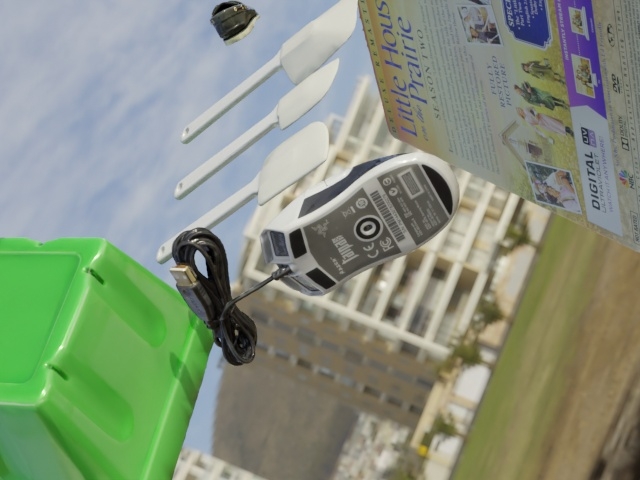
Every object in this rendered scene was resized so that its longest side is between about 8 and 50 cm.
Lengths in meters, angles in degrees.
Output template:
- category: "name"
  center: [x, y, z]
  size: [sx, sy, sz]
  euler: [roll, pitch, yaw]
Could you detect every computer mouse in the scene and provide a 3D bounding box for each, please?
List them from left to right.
- category: "computer mouse"
  center: [0.000, 0.000, 0.799]
  size: [0.106, 0.193, 0.042]
  euler: [59, -174, -30]

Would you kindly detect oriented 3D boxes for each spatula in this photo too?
- category: "spatula"
  center: [-0.054, -0.081, 0.962]
  size: [0.242, 0.019, 0.168]
  euler: [-32, 44, 47]

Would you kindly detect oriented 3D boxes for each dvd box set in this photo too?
- category: "dvd box set"
  center: [0.174, -0.174, 1.089]
  size: [0.062, 0.420, 0.307]
  euler: [-30, -56, -21]

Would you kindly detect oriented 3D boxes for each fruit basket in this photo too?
- category: "fruit basket"
  center: [-0.275, 0.155, 1.169]
  size: [0.392, 0.392, 0.283]
  euler: [100, -176, -55]

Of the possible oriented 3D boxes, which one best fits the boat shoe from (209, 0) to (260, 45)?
- category: "boat shoe"
  center: [-0.102, -0.264, 1.442]
  size: [0.049, 0.042, 0.133]
  euler: [-28, 17, 10]
